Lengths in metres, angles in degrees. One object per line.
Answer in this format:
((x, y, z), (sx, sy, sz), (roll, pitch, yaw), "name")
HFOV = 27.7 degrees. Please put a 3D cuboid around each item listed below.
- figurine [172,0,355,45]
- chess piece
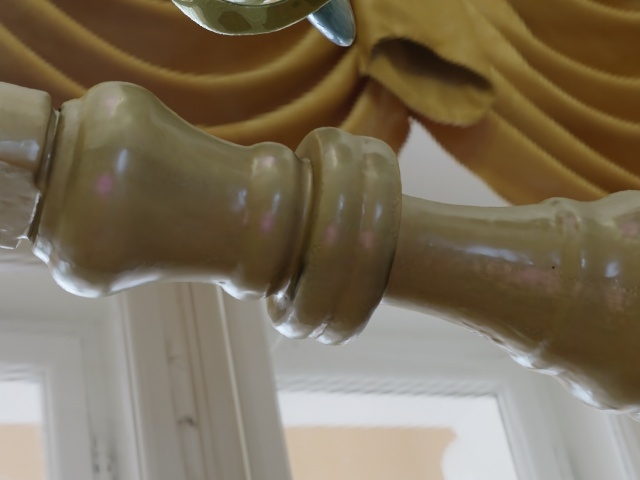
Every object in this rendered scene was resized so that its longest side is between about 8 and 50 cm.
((-0.045, -0.225, 0.747), (0.154, 0.262, 0.180), (-10, -44, -6), "figurine")
((0.000, 0.000, 0.607), (0.397, 0.117, 0.117), (12, -36, -14), "chess piece")
